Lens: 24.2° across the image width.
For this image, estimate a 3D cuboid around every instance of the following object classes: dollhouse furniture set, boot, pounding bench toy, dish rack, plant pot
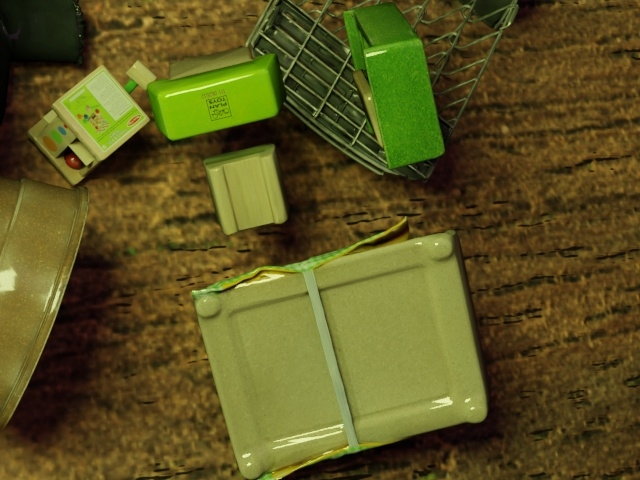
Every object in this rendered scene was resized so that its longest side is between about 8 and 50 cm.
[{"bbox_3d":[0.000,0.000,1.105,0.198,0.151,0.301,-14,107,-1],"label":"dollhouse furniture set"},{"bbox_3d":[-0.216,-0.134,1.072,0.099,0.045,0.121,-8,77,-36],"label":"boot"},{"bbox_3d":[-0.159,-0.090,1.076,0.052,0.065,0.083,49,56,-7],"label":"pounding bench toy"},{"bbox_3d":[0.053,-0.183,1.235,0.208,0.074,0.271,35,61,-15],"label":"dish rack"},{"bbox_3d":[-0.252,0.015,0.937,0.165,0.167,0.167,22,64,-16],"label":"plant pot"}]
